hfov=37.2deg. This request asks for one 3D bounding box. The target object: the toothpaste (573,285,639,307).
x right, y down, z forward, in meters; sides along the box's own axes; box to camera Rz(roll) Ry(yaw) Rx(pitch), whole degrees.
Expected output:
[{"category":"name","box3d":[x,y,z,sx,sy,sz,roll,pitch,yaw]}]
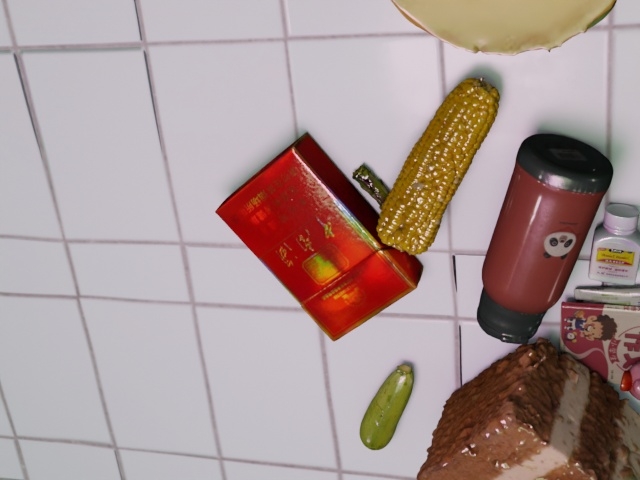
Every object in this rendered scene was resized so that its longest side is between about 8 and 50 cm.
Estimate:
[{"category":"toothpaste","box3d":[0.510,0.089,1.533,0.197,0.029,0.048,-6,121,24]}]

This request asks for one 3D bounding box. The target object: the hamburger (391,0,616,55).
[{"category":"hamburger","box3d":[0.239,-0.429,1.206,0.395,0.277,0.396,6,115,13]}]

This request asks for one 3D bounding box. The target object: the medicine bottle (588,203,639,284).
[{"category":"medicine bottle","box3d":[0.464,0.006,1.489,0.074,0.055,0.118,9,118,15]}]

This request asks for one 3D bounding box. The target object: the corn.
[{"category":"corn","box3d":[0.181,-0.116,1.487,0.102,0.102,0.313,26,111,4]}]

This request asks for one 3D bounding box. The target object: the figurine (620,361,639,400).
[{"category":"figurine","box3d":[0.527,0.229,1.540,0.071,0.083,0.067,10,103,27]}]

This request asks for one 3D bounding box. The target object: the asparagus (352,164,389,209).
[{"category":"asparagus","box3d":[0.114,-0.056,1.586,0.036,0.030,0.165,-38,99,8]}]

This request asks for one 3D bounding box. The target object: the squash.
[{"category":"squash","box3d":[0.123,0.308,1.750,0.066,0.066,0.201,24,121,5]}]

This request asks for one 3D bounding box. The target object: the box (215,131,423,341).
[{"category":"box","box3d":[0.000,-0.001,1.619,0.197,0.089,0.313,-37,101,29]}]

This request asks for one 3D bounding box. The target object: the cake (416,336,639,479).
[{"category":"cake","box3d":[0.355,0.356,1.577,0.290,0.256,0.282,44,128,-4]}]

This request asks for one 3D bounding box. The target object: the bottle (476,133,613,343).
[{"category":"bottle","box3d":[0.331,0.011,1.483,0.144,0.144,0.336,19,121,8]}]

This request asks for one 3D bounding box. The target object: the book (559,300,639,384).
[{"category":"book","box3d":[0.513,0.175,1.569,0.231,0.022,0.162,4,126,17]}]
